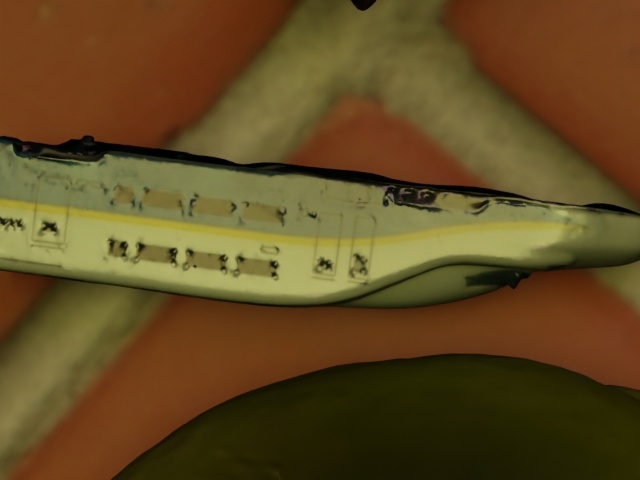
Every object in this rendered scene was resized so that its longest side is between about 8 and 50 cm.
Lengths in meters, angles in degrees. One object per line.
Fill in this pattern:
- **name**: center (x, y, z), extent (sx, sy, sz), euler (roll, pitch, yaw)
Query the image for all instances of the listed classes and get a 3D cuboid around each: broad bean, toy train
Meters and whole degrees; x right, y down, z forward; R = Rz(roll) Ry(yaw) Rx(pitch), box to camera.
- **broad bean**: center (0.040, 0.148, 0.574), extent (0.291, 0.119, 0.238), euler (-9, 68, 2)
- **toy train**: center (0.000, 0.000, 0.634), extent (0.234, 0.052, 0.051), euler (7, 89, 6)

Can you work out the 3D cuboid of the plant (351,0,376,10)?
- **plant**: center (-0.008, -0.181, 0.608), extent (0.203, 0.131, 0.142), euler (38, 87, 6)
